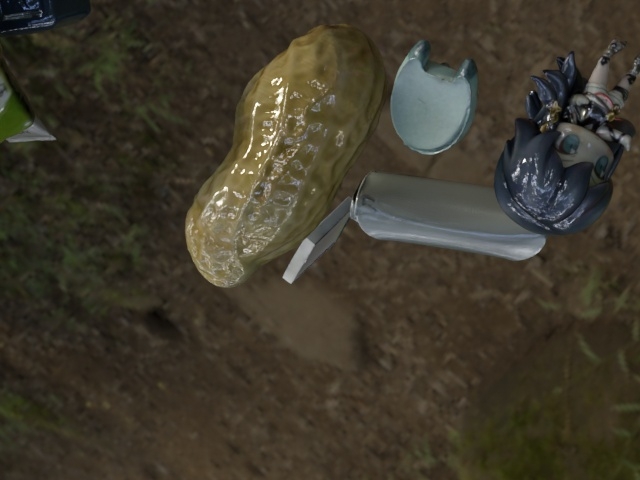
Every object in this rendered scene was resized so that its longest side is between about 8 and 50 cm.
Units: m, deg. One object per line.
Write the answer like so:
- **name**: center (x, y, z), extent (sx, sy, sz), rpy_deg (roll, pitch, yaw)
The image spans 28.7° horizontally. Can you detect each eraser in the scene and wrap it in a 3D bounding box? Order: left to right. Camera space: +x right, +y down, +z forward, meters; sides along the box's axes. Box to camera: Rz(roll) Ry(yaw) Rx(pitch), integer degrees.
- **eraser**: center (0.000, 0.000, 2.049), extent (0.023, 0.150, 0.104), rpy_deg (38, 132, 8)

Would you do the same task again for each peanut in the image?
- **peanut**: center (-0.043, -0.091, 1.374), extent (0.153, 0.325, 0.140), rpy_deg (39, -170, 17)

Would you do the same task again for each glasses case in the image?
- **glasses case**: center (0.204, -0.042, 1.986), extent (0.308, 0.128, 0.083), rpy_deg (9, 126, 3)

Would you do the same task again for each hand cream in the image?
- **hand cream**: center (-0.449, -0.198, 1.742), extent (0.087, 0.054, 0.186), rpy_deg (-1, 143, 26)

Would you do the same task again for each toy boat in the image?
- **toy boat**: center (0.179, -0.222, 1.929), extent (0.134, 0.079, 0.208), rpy_deg (21, 142, 11)

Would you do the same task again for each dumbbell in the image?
- **dumbbell**: center (-0.389, -0.414, 1.551), extent (0.156, 0.143, 0.316), rpy_deg (17, 120, 53)

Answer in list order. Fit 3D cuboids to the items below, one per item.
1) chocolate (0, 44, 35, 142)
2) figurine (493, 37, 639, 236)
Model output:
- **chocolate**: center (-0.499, -0.248, 1.438), extent (0.301, 0.137, 0.289), rpy_deg (39, 164, 13)
- **figurine**: center (0.339, -0.132, 1.707), extent (0.175, 0.265, 0.197), rpy_deg (31, 151, 8)
